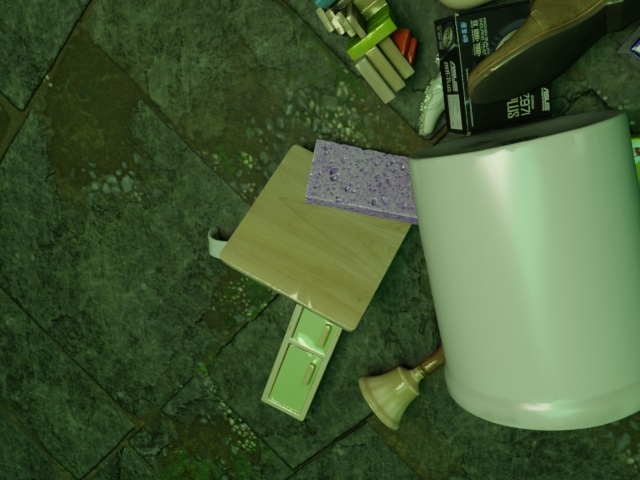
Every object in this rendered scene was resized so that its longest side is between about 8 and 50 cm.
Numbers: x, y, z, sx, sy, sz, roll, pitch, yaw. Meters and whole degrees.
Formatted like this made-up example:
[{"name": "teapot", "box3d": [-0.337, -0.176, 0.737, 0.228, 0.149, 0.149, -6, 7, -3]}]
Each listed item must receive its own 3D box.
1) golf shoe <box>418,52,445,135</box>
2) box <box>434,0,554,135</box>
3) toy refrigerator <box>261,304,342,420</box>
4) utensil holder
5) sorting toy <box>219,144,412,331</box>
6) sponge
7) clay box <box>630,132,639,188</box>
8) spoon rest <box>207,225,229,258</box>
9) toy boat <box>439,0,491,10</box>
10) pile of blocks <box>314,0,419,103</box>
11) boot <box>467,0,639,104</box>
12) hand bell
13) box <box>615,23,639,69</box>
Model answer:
[{"name": "golf shoe", "box3d": [0.217, -0.250, 0.921, 0.086, 0.069, 0.176, 19, 113, 5]}, {"name": "box", "box3d": [0.268, -0.265, 0.857, 0.148, 0.077, 0.180, -13, 106, -9]}, {"name": "toy refrigerator", "box3d": [-0.027, 0.230, 1.139, 0.102, 0.094, 0.269, 25, 113, 9]}, {"name": "utensil holder", "box3d": [0.320, 0.027, 0.838, 0.328, 0.327, 0.384, -9, 103, 20]}, {"name": "sorting toy", "box3d": [0.000, 0.000, 0.991, 0.257, 0.089, 0.255, 28, 70, 7]}, {"name": "sponge", "box3d": [0.085, -0.102, 0.970, 0.210, 0.031, 0.117, 11, 69, 1]}, {"name": "clay box", "box3d": [0.557, -0.107, 0.862, 0.222, 0.053, 0.127, -2, 110, 19]}, {"name": "spoon rest", "box3d": [-0.105, 0.017, 1.101, 0.277, 0.084, 0.137, 4, 109, 17]}, {"name": "toy boat", "box3d": [0.228, -0.521, 0.799, 0.268, 0.148, 0.318, -27, 105, 29]}, {"name": "pile of blocks", "box3d": [0.051, -0.401, 0.877, 0.113, 0.149, 0.362, -33, 95, 24]}, {"name": "boot", "box3d": [0.326, -0.308, 0.780, 0.305, 0.112, 0.115, -34, 68, 9]}, {"name": "hand bell", "box3d": [0.205, 0.246, 1.083, 0.242, 0.126, 0.126, -41, 92, 12]}, {"name": "box", "box3d": [0.497, -0.296, 0.773, 0.072, 0.137, 0.126, 40, 115, 3]}]
